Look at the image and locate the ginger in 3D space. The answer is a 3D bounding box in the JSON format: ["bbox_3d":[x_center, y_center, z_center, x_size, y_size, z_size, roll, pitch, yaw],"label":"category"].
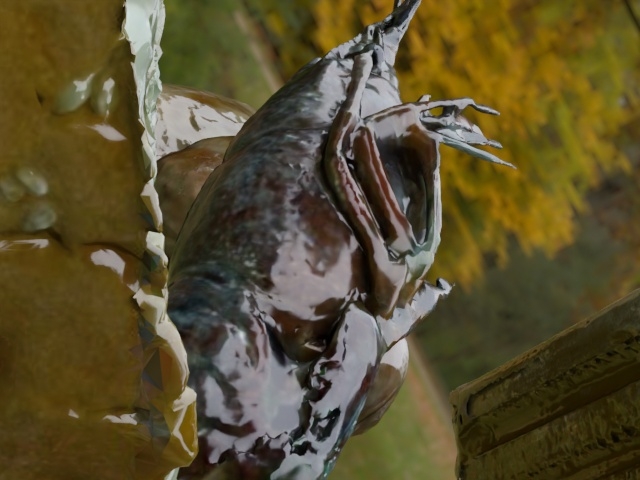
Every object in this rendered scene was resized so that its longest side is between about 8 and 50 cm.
[{"bbox_3d":[-0.061,0.004,1.260,0.244,0.155,0.304,46,4,-37],"label":"ginger"}]

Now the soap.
[{"bbox_3d":[0.174,0.139,1.140,0.274,0.089,0.173,142,-60,-61],"label":"soap"}]

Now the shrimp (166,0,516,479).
[{"bbox_3d":[-0.001,0.001,0.993,0.137,0.172,0.372,39,49,-4],"label":"shrimp"}]

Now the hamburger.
[{"bbox_3d":[-0.135,-0.006,0.476,0.132,0.211,0.309,-96,-172,-63],"label":"hamburger"}]
